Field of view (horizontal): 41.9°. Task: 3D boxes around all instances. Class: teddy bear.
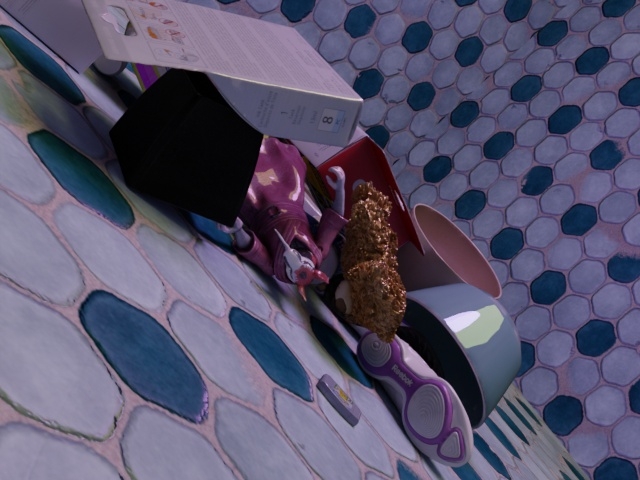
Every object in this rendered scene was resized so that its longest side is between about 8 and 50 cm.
[{"bbox_3d":[0.077,0.036,1.537,0.113,0.245,0.338,9,53,-10],"label":"teddy bear"}]

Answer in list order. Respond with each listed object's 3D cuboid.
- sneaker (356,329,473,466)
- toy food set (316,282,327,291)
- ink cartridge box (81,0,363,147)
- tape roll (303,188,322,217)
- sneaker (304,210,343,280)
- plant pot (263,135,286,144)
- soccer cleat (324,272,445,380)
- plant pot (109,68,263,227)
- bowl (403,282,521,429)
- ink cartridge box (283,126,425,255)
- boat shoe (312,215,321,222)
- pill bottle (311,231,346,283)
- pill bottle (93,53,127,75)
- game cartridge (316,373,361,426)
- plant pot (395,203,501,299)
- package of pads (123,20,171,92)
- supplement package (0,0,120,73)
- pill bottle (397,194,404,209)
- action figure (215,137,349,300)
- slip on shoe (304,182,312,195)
[{"bbox_3d":[0.191,0.280,1.512,0.152,0.114,0.305,36,14,-49],"label":"sneaker"},{"bbox_3d":[-0.038,0.025,1.794,0.192,0.038,0.132,48,8,6],"label":"toy food set"},{"bbox_3d":[-0.166,-0.267,1.267,0.384,0.091,0.308,4,32,-28],"label":"ink cartridge box"},{"bbox_3d":[-0.023,-0.081,2.251,0.392,0.072,0.392,46,9,-10],"label":"tape roll"},{"bbox_3d":[0.000,0.000,1.889,0.211,0.080,0.081,46,-22,4],"label":"sneaker"},{"bbox_3d":[-0.163,-0.213,1.811,0.215,0.215,0.230,42,25,-34],"label":"plant pot"},{"bbox_3d":[0.139,0.191,1.706,0.318,0.108,0.116,46,9,13],"label":"soccer cleat"},{"bbox_3d":[-0.193,-0.160,1.291,0.187,0.167,0.188,22,23,-34],"label":"plant pot"},{"bbox_3d":[0.291,0.210,1.713,0.311,0.163,0.312,48,-24,30],"label":"bowl"},{"bbox_3d":[0.068,-0.102,1.761,0.272,0.130,0.309,50,-9,50],"label":"ink cartridge box"},{"bbox_3d":[0.077,0.082,2.011,0.335,0.095,0.112,42,22,-9],"label":"boat shoe"},{"bbox_3d":[0.006,0.028,1.694,0.094,0.094,0.169,48,17,4],"label":"pill bottle"},{"bbox_3d":[-0.404,-0.355,1.610,0.067,0.067,0.120,44,9,-21],"label":"pill bottle"},{"bbox_3d":[0.029,0.237,1.242,0.083,0.017,0.056,48,12,2],"label":"game cartridge"},{"bbox_3d":[0.252,0.083,1.934,0.284,0.191,0.284,37,23,-19],"label":"plant pot"},{"bbox_3d":[-0.304,-0.329,1.644,0.296,0.101,0.229,-115,-175,-66],"label":"package of pads"},{"bbox_3d":[-0.450,-0.397,1.440,0.179,0.105,0.105,42,9,-32],"label":"supplement package"},{"bbox_3d":[0.196,0.043,2.134,0.319,0.176,0.176,64,-1,-31],"label":"pill bottle"},{"bbox_3d":[-0.086,-0.022,1.505,0.276,0.248,0.370,99,-25,-48],"label":"action figure"},{"bbox_3d":[-0.005,-0.123,2.165,0.135,0.051,0.041,44,-35,40],"label":"slip on shoe"}]
